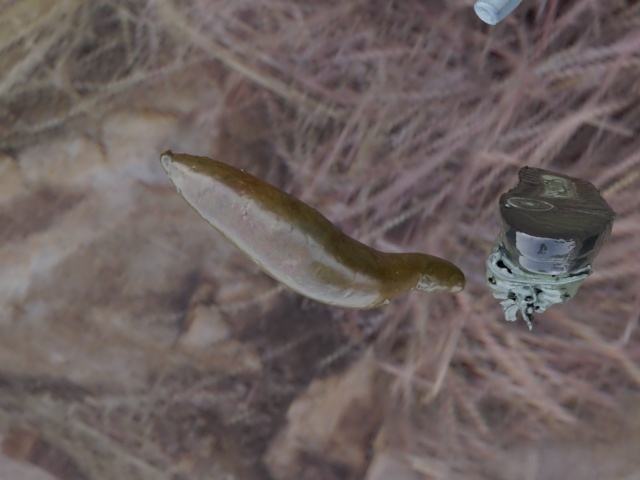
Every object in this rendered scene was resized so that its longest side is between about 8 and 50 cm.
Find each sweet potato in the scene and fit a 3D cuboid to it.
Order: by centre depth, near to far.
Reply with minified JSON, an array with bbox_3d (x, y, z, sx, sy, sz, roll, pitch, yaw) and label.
[{"bbox_3d":[0.003,0.006,1.663,0.346,0.108,0.079,23,132,-23],"label":"sweet potato"}]

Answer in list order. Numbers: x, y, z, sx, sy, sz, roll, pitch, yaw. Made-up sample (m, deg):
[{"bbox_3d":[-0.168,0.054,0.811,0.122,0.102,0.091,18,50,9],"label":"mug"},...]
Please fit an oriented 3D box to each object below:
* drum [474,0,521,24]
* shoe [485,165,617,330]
[{"bbox_3d":[0.213,-0.282,1.383,0.049,0.253,0.130,35,146,16],"label":"drum"},{"bbox_3d":[0.214,0.024,1.658,0.109,0.293,0.149,12,105,6],"label":"shoe"}]
